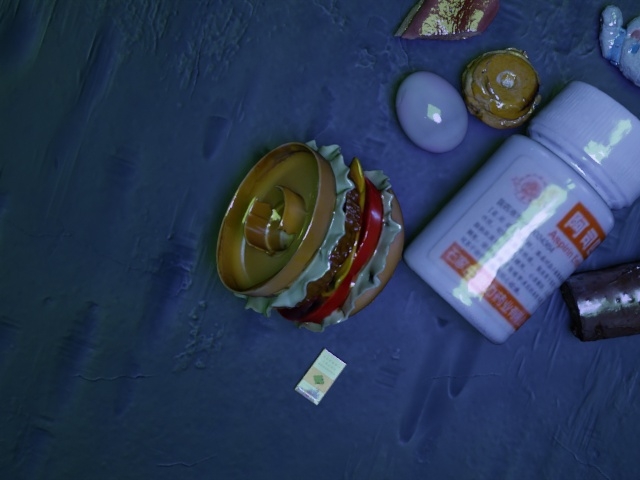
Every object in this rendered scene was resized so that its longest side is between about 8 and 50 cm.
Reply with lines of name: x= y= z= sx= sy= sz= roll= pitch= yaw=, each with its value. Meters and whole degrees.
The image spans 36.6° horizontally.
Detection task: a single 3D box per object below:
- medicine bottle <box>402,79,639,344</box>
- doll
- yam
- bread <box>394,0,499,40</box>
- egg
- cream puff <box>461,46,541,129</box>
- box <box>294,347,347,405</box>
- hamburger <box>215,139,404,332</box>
medicine bottle: x=0.317 y=-0.041 z=1.443 sx=0.211 sy=0.211 sz=0.371 roll=43 pitch=93 yaw=-1
doll: x=0.516 y=-0.284 z=1.490 sx=0.214 sy=0.071 sz=0.103 roll=39 pitch=110 yaw=11
yam: x=0.520 y=0.083 z=1.491 sx=0.280 sy=0.131 sz=0.131 roll=-12 pitch=93 yaw=4
bread: x=0.213 y=-0.365 z=1.497 sx=0.119 sy=0.067 sz=0.192 roll=36 pitch=92 yaw=7
egg: x=0.170 y=-0.198 z=1.490 sx=0.103 sy=0.103 sz=0.135 roll=-32 pitch=90 yaw=3
cream puff: x=0.274 y=-0.233 z=1.485 sx=0.119 sy=0.104 sz=0.133 roll=5 pitch=61 yaw=-7
box: x=0.000 y=0.220 z=1.564 sx=0.046 sy=0.012 sz=0.083 roll=36 pitch=93 yaw=-1
hamburger: x=0.000 y=0.000 z=1.434 sx=0.212 sy=0.274 sz=0.274 roll=24 pitch=94 yaw=-35
